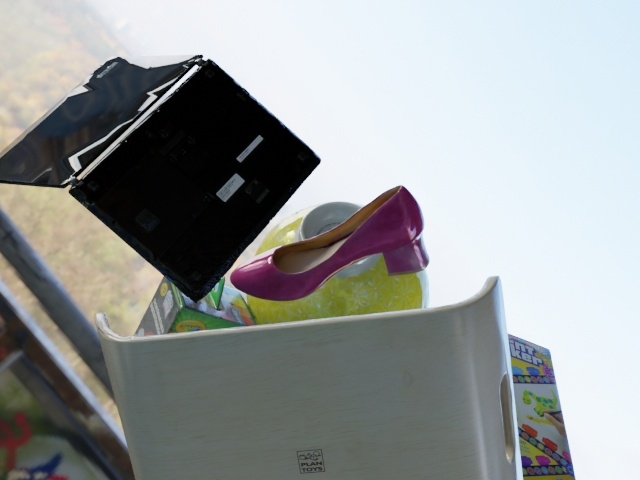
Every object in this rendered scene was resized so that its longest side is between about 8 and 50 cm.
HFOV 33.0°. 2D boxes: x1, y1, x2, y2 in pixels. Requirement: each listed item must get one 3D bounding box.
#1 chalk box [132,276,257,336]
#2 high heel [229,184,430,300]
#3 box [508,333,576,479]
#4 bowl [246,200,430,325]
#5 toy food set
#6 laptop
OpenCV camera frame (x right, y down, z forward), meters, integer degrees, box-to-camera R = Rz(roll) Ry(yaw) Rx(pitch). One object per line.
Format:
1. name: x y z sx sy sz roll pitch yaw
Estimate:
1. chalk box: -0.184 0.133 1.610 0.132 0.213 0.132 21 19 -26
2. high heel: 0.000 0.000 1.236 0.082 0.244 0.117 -76 154 -46
3. box: 0.167 0.301 1.396 0.177 0.290 0.279 21 36 -15
4. bowl: 0.028 0.034 1.629 0.289 0.289 0.156 50 -25 33
5. toy food set: -0.004 0.141 0.822 0.092 0.306 0.219 -82 164 -68
6. laptop: -0.180 -0.077 1.147 0.264 0.234 0.136 41 -33 -4
